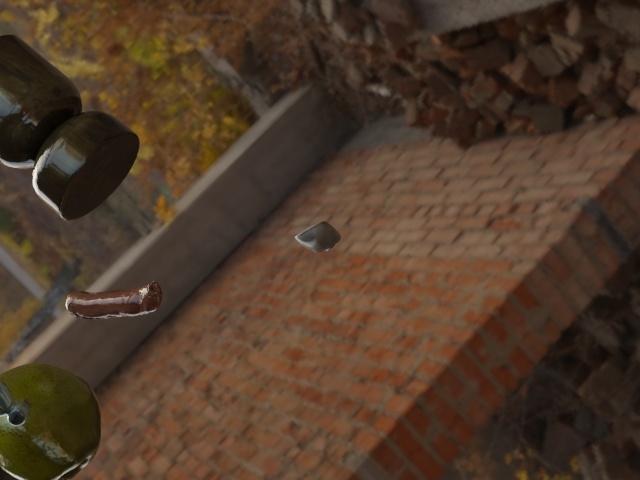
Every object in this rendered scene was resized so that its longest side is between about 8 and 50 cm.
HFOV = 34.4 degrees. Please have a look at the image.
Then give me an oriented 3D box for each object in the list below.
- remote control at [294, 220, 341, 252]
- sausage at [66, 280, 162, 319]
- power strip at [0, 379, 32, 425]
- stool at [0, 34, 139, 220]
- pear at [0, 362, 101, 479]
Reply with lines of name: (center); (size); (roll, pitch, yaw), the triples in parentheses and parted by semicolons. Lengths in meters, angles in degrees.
remote control: (0.000, 0.000, 2.178); (0.044, 0.073, 0.229); (59, -175, 14)
sausage: (-0.250, 0.076, 1.265); (0.158, 0.036, 0.042); (-9, 144, 36)
power strip: (-0.365, 0.177, 1.172); (0.083, 0.055, 0.035); (33, -152, -4)
stool: (-0.446, -0.182, 1.652); (0.264, 0.179, 0.179); (40, 164, 9)
pear: (-0.434, 0.284, 1.618); (0.198, 0.198, 0.198); (40, 164, 14)
